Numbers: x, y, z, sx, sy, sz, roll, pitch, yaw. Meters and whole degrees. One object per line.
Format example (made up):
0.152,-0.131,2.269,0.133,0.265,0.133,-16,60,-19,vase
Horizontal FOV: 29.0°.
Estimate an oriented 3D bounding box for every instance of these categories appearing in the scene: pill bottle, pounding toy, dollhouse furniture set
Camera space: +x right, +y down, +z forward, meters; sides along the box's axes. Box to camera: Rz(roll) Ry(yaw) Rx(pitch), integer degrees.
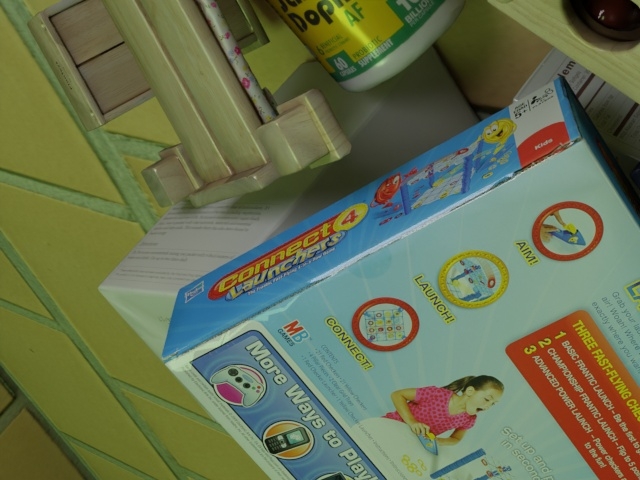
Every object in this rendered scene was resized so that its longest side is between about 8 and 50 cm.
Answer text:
-0.002,-0.217,0.884,0.208,0.117,0.118,48,153,-17,pill bottle
0.140,-0.167,0.707,0.206,0.181,0.094,36,154,7,pounding toy
-0.085,-0.199,0.898,0.303,0.174,0.355,61,156,-10,dollhouse furniture set

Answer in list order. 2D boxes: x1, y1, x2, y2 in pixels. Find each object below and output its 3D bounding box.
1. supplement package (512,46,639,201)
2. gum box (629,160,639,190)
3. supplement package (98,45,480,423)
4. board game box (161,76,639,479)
0.229,-0.060,0.850,0.179,0.105,0.105,29,153,20,supplement package
0.295,-0.017,0.702,0.184,0.041,0.157,-30,98,46,gum box
0.000,0.000,1.029,0.178,0.293,0.175,2,136,52,supplement package
0.108,0.094,0.838,0.302,0.086,0.308,-28,117,18,board game box
